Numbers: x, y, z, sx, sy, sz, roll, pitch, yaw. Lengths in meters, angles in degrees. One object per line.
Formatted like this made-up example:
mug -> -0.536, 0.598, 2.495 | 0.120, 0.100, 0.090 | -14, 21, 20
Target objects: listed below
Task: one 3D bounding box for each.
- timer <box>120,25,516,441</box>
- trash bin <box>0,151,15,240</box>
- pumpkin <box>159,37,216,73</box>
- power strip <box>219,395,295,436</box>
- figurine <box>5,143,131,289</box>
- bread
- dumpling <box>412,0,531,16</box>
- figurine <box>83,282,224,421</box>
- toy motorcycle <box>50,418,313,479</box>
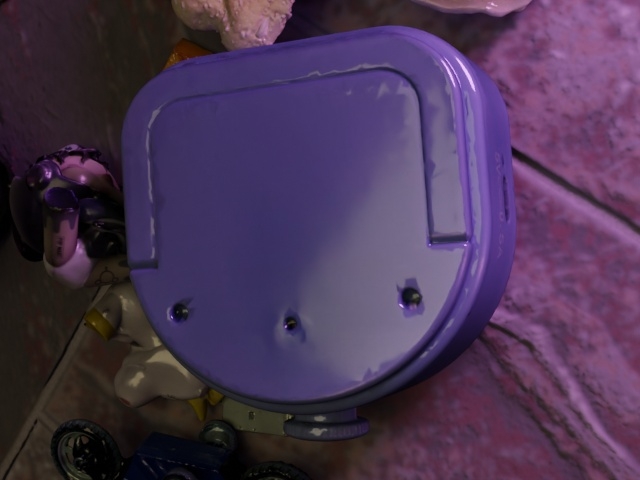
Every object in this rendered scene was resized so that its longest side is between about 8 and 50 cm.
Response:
timer -> 0.000, 0.000, 1.039 | 0.394, 0.173, 0.395 | 0, 89, 22
trash bin -> -0.521, -0.102, 1.218 | 0.301, 0.252, 0.203 | 37, 105, 17
pumpkin -> -0.153, -0.168, 1.183 | 0.073, 0.035, 0.101 | 37, 106, 22
power strip -> -0.066, 0.185, 1.152 | 0.090, 0.016, 0.040 | 3, 87, 24
figurine -> -0.268, -0.022, 1.166 | 0.145, 0.145, 0.222 | -60, 31, 12
bread -> -0.063, -0.315, 1.068 | 0.181, 0.039, 0.251 | 38, 102, 11
dumpling -> 0.129, -0.303, 1.003 | 0.252, 0.131, 0.179 | 7, 112, -8
figurine -> -0.173, 0.117, 1.161 | 0.129, 0.109, 0.178 | -23, 87, 9
toy motorcycle -> -0.141, 0.284, 1.134 | 0.315, 0.113, 0.169 | 10, 111, 15
